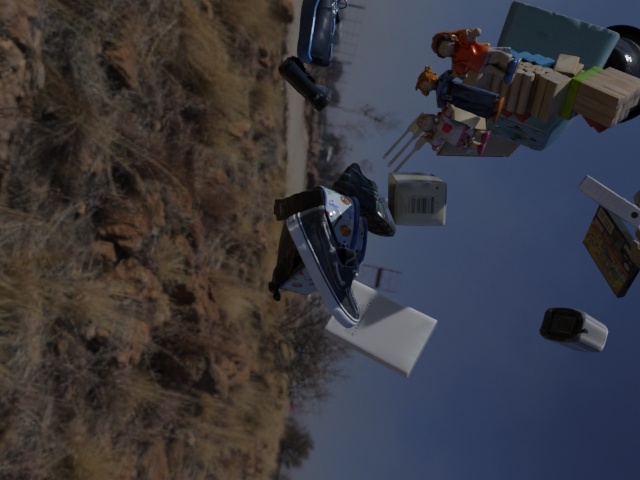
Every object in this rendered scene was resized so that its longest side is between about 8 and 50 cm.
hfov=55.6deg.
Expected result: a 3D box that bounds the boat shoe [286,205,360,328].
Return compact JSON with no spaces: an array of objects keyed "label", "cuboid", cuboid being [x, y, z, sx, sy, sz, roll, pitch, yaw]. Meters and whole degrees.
[{"label":"boat shoe","cuboid":[0.035,0.058,1.305,0.108,0.102,0.301,-91,157,-65]}]

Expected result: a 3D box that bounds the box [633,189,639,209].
[{"label":"box","cuboid":[1.121,-0.130,2.026,0.102,0.087,0.101,117,-16,-51]}]

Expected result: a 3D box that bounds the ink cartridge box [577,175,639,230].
[{"label":"ink cartridge box","cuboid":[0.713,-0.080,1.448,0.045,0.208,0.206,-54,164,18]}]

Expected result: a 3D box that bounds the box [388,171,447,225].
[{"label":"box","cuboid":[0.215,-0.101,1.393,0.275,0.113,0.094,-67,158,-79]}]

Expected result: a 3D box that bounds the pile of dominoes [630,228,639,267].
[{"label":"pile of dominoes","cuboid":[1.006,0.056,1.785,0.196,0.040,0.251,87,-5,-49]}]

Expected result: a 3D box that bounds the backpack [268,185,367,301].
[{"label":"backpack","cuboid":[0.000,0.000,1.513,0.263,0.213,0.277,135,-40,-60]}]

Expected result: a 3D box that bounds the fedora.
[{"label":"fedora","cuboid":[0.942,-0.553,1.983,0.334,0.152,0.334,-1,-91,43]}]

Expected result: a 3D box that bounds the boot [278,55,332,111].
[{"label":"boot","cuboid":[-0.056,-0.575,2.194,0.094,0.207,0.246,-41,-163,12]}]

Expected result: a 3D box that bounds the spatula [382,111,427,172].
[{"label":"spatula","cuboid":[0.325,-0.357,2.281,0.242,0.019,0.168,-49,-145,31]}]

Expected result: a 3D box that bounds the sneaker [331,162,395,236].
[{"label":"sneaker","cuboid":[0.143,-0.109,1.724,0.101,0.267,0.106,1,-124,44]}]

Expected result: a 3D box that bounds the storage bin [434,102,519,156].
[{"label":"storage bin","cuboid":[0.537,-0.374,2.045,0.260,0.262,0.123,101,-10,-77]}]

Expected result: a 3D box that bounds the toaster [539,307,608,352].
[{"label":"toaster","cuboid":[0.906,0.320,2.154,0.227,0.146,0.129,-7,-120,67]}]

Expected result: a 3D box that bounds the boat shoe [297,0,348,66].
[{"label":"boat shoe","cuboid":[0.003,-0.548,1.495,0.109,0.089,0.259,9,-95,58]}]

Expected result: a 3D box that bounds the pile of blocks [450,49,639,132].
[{"label":"pile of blocks","cuboid":[0.438,-0.294,1.209,0.149,0.362,0.113,-52,152,-42]}]

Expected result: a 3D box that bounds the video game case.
[{"label":"video game case","cuboid":[1.073,0.032,2.229,0.248,0.035,0.275,83,-7,-53]}]

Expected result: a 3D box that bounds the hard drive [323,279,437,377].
[{"label":"hard drive","cuboid":[0.189,0.278,1.944,0.203,0.307,0.040,-58,156,-16]}]

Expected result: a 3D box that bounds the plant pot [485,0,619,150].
[{"label":"plant pot","cuboid":[0.514,-0.366,1.450,0.252,0.247,0.248,-64,165,-3]}]

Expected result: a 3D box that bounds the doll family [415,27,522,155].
[{"label":"doll family","cuboid":[0.254,-0.284,1.089,0.118,0.163,0.263,-55,163,-35]}]
